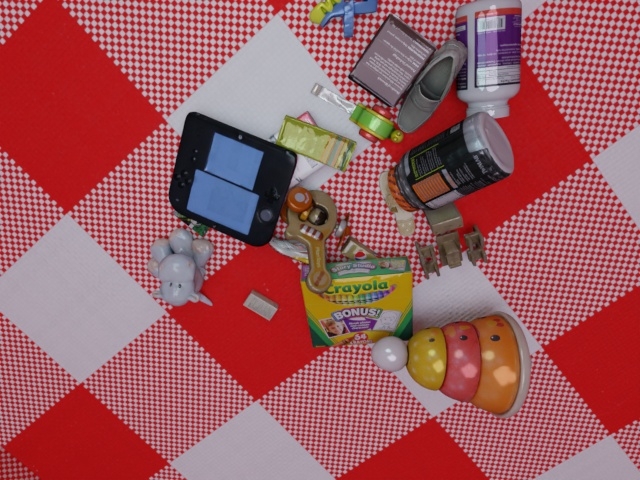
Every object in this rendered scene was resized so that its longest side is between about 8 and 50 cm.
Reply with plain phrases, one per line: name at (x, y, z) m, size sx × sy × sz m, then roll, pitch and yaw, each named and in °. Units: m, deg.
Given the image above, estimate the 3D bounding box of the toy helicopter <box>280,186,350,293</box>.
toy helicopter at (0.000, 0.000, 1.516) m, size 0.235 × 0.140 × 0.354 m, roll 1°, pitch 69°, yaw -16°

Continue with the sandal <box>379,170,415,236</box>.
sandal at (0.267, -0.118, 1.561) m, size 0.088 × 0.079 × 0.239 m, roll -20°, pitch 105°, yaw 8°

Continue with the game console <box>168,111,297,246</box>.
game console at (-0.291, -0.186, 1.487) m, size 0.387 × 0.060 × 0.341 m, roll 23°, pitch 116°, yaw 7°

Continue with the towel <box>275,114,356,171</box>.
towel at (-0.014, -0.300, 1.441) m, size 0.237 × 0.021 × 0.102 m, roll 20°, pitch 104°, yaw -6°

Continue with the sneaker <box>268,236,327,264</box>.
sneaker at (-0.082, 0.023, 1.626) m, size 0.225 × 0.088 × 0.092 m, roll 20°, pitch 86°, yaw -4°

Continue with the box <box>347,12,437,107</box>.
box at (0.207, -0.529, 1.389) m, size 0.167 × 0.168 × 0.203 m, roll 33°, pitch 106°, yaw -9°

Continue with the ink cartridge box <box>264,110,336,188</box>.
ink cartridge box at (-0.092, -0.281, 1.512) m, size 0.237 × 0.100 × 0.172 m, roll -33°, pitch 103°, yaw 10°

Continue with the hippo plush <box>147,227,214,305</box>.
hippo plush at (-0.502, 0.122, 1.580) m, size 0.235 × 0.236 × 0.294 m, roll 7°, pitch 107°, yaw -1°

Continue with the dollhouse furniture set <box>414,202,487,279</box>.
dollhouse furniture set at (0.424, -0.022, 1.580) m, size 0.212 × 0.161 × 0.242 m, roll -17°, pitch 128°, yaw 7°

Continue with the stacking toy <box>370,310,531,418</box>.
stacking toy at (0.409, 0.400, 1.557) m, size 0.480 × 0.350 × 0.350 m, roll 5°, pitch 107°, yaw -5°

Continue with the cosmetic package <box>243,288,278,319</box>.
cosmetic package at (-0.218, 0.236, 1.708) m, size 0.115 × 0.041 × 0.060 m, roll 34°, pitch 106°, yaw -8°

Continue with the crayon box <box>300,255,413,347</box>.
crayon box at (0.132, 0.219, 1.612) m, size 0.363 × 0.106 × 0.313 m, roll -6°, pitch 125°, yaw 4°

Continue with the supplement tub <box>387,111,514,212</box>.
supplement tub at (0.383, -0.221, 1.407) m, size 0.338 × 0.207 × 0.207 m, roll -25°, pitch 107°, yaw 41°

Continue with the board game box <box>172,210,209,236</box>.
board game box at (-0.381, -0.148, 1.602) m, size 0.136 × 0.030 × 0.259 m, roll 39°, pitch 105°, yaw -11°

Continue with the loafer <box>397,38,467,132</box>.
loafer at (0.316, -0.442, 1.384) m, size 0.112 × 0.111 × 0.319 m, roll 32°, pitch 138°, yaw 4°

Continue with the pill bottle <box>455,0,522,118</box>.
pill bottle at (0.494, -0.529, 1.373) m, size 0.182 × 0.181 × 0.322 m, roll -5°, pitch 108°, yaw 3°

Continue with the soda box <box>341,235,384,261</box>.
soda box at (0.161, 0.060, 1.629) m, size 0.181 × 0.061 × 0.058 m, roll 34°, pitch 106°, yaw -8°

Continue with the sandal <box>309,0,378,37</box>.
sandal at (0.122, -0.724, 1.365) m, size 0.317 × 0.126 × 0.138 m, roll -39°, pitch 106°, yaw 21°

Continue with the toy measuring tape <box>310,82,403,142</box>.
toy measuring tape at (0.119, -0.398, 1.462) m, size 0.330 × 0.121 × 0.121 m, roll 29°, pitch 106°, yaw -7°
